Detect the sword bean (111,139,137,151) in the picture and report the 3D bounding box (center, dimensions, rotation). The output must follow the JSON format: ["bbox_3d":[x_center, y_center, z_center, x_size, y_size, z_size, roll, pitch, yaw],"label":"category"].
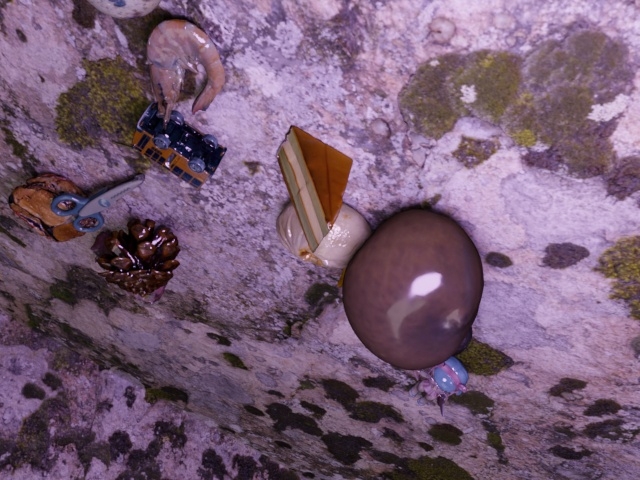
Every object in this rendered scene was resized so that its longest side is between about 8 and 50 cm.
[{"bbox_3d":[-0.442,-0.215,1.533,0.083,0.012,0.012,17,147,8],"label":"sword bean"}]

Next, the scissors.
[{"bbox_3d":[-0.543,-0.103,1.663,0.289,0.041,0.138,-23,129,25],"label":"scissors"}]

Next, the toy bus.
[{"bbox_3d":[-0.302,-0.197,1.399,0.182,0.091,0.103,33,145,-17],"label":"toy bus"}]

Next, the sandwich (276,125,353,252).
[{"bbox_3d":[-0.034,-0.097,1.291,0.144,0.187,0.117,23,147,-9],"label":"sandwich"}]

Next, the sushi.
[{"bbox_3d":[-0.550,0.084,1.939,0.241,0.108,0.161,29,147,7],"label":"sushi"}]

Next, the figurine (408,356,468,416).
[{"bbox_3d":[0.308,0.378,1.841,0.205,0.102,0.260,57,153,16],"label":"figurine"}]

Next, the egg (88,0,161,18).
[{"bbox_3d":[-0.323,-0.431,1.033,0.141,0.141,0.181,-14,134,44],"label":"egg"}]

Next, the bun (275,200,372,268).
[{"bbox_3d":[0.000,0.000,1.452,0.222,0.128,0.222,14,146,10],"label":"bun"}]

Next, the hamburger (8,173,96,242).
[{"bbox_3d":[-0.717,-0.092,1.798,0.230,0.107,0.231,14,142,12],"label":"hamburger"}]

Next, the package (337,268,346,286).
[{"bbox_3d":[0.111,0.097,1.571,0.131,0.071,0.047,23,153,5],"label":"package"}]

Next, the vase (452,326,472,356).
[{"bbox_3d":[0.286,0.181,1.559,0.120,0.120,0.183,-2,122,34],"label":"vase"}]

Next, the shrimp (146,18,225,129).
[{"bbox_3d":[-0.248,-0.303,1.246,0.145,0.059,0.254,8,140,0],"label":"shrimp"}]

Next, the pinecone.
[{"bbox_3d":[-0.474,0.043,1.748,0.202,0.202,0.228,34,149,-23],"label":"pinecone"}]

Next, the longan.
[{"bbox_3d":[0.184,0.100,1.346,0.288,0.288,0.350,22,132,3],"label":"longan"}]
